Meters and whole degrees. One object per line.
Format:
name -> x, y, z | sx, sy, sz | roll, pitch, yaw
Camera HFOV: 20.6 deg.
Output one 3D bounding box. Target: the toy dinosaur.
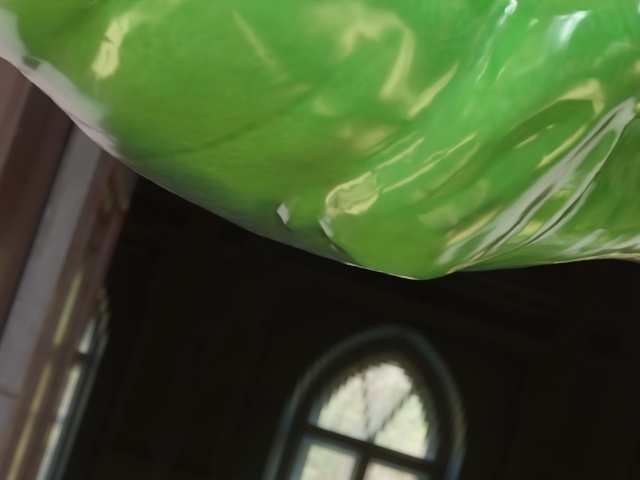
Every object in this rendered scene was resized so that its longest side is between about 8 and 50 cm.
toy dinosaur -> 0.000, 0.000, 0.499 | 0.374, 0.144, 0.500 | -17, -45, -1
